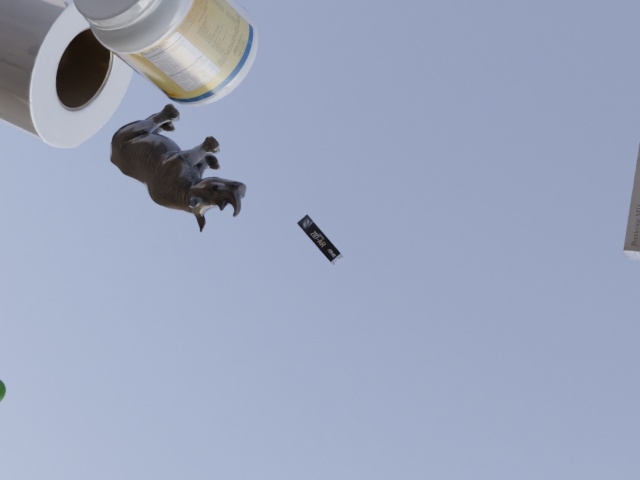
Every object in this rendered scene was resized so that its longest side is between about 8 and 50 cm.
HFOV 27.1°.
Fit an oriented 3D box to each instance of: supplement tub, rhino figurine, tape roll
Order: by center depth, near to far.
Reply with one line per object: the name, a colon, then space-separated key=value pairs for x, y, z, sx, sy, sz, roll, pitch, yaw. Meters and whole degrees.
supplement tub: x=-0.179 y=-0.260 z=1.549 sx=0.144 sy=0.200 sz=0.144 roll=-13 pitch=-119 yaw=26
rhino figurine: x=-0.176 y=-0.086 z=1.671 sx=0.243 sy=0.106 sz=0.073 roll=38 pitch=-27 yaw=37
tape roll: x=-0.407 y=-0.277 z=1.944 sx=0.169 sy=0.246 sz=0.246 roll=25 pitch=-54 yaw=21

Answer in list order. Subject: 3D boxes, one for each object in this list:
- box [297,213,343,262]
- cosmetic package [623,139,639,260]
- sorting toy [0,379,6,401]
box: x=0.000 y=0.000 z=1.706 sx=0.067 sy=0.018 sz=0.083 roll=49 pitch=0 yaw=6
cosmetic package: x=0.338 y=-0.097 z=1.191 sx=0.099 sy=0.060 sz=0.239 roll=8 pitch=-97 yaw=18
sorting toy: x=-0.468 y=0.190 z=1.748 sx=0.102 sy=0.061 sz=0.042 roll=8 pitch=-41 yaw=17
